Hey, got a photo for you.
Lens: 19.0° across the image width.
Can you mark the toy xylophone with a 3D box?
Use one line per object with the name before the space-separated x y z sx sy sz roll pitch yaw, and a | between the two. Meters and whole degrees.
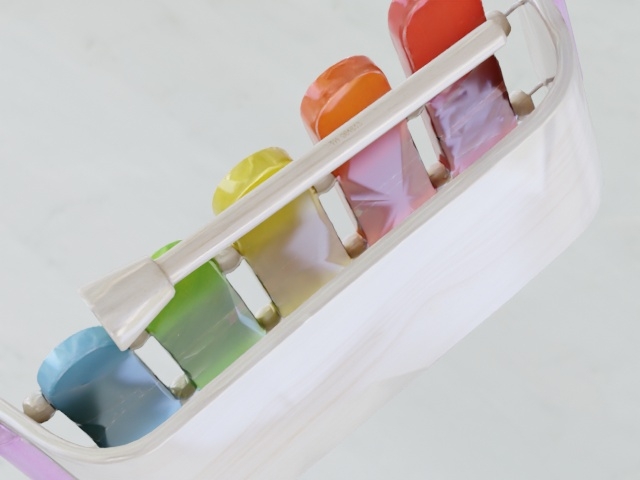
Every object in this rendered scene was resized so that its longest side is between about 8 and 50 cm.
toy xylophone | 0.000 0.000 0.803 0.081 0.322 0.236 47 166 28
